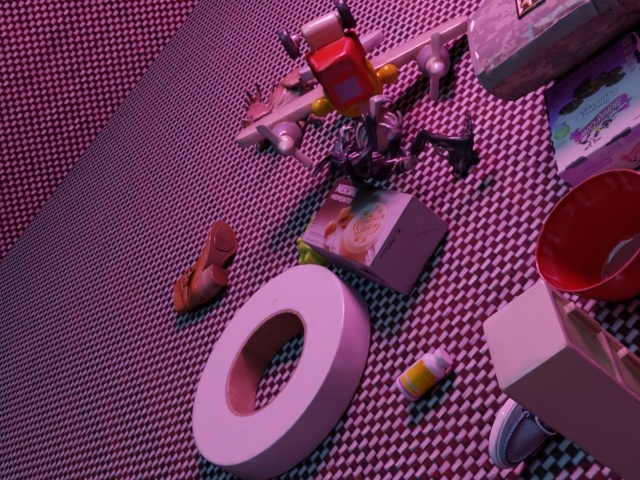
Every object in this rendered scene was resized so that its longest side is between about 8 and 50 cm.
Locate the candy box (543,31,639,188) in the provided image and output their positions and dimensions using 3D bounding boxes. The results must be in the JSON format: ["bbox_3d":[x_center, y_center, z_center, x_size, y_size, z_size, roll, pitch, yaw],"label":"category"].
[{"bbox_3d":[0.417,-0.182,1.515,0.165,0.070,0.196,-34,34,32],"label":"candy box"}]

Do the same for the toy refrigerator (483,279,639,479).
[{"bbox_3d":[0.301,0.161,1.117,0.094,0.269,0.102,-40,31,24],"label":"toy refrigerator"}]

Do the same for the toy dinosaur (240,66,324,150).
[{"bbox_3d":[-0.073,-0.318,2.345,0.295,0.127,0.200,-38,25,17],"label":"toy dinosaur"}]

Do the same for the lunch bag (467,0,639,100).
[{"bbox_3d":[0.361,-0.340,1.569,0.235,0.169,0.287,-33,6,34],"label":"lunch bag"}]

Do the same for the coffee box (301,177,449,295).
[{"bbox_3d":[0.089,-0.012,1.792,0.141,0.098,0.246,-57,29,-6],"label":"coffee box"}]

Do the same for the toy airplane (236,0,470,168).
[{"bbox_3d":[0.063,-0.295,2.018,0.384,0.272,0.386,-27,0,-37],"label":"toy airplane"}]

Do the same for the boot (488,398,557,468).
[{"bbox_3d":[0.287,0.208,1.293,0.190,0.069,0.086,-56,26,-7],"label":"boot"}]

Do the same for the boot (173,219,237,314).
[{"bbox_3d":[-0.257,0.057,2.264,0.152,0.073,0.197,-37,30,36],"label":"boot"}]

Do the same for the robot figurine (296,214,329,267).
[{"bbox_3d":[0.000,0.000,1.944,0.101,0.067,0.115,-24,39,62],"label":"robot figurine"}]

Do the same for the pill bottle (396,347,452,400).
[{"bbox_3d":[0.153,0.195,1.533,0.083,0.043,0.043,-44,30,19],"label":"pill bottle"}]

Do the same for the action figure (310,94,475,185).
[{"bbox_3d":[0.119,-0.166,1.762,0.275,0.164,0.141,-4,86,8],"label":"action figure"}]

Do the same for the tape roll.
[{"bbox_3d":[-0.073,0.222,1.812,0.392,0.072,0.392,-37,32,29],"label":"tape roll"}]

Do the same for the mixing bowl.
[{"bbox_3d":[0.377,0.010,1.342,0.181,0.098,0.181,-35,34,29],"label":"mixing bowl"}]
